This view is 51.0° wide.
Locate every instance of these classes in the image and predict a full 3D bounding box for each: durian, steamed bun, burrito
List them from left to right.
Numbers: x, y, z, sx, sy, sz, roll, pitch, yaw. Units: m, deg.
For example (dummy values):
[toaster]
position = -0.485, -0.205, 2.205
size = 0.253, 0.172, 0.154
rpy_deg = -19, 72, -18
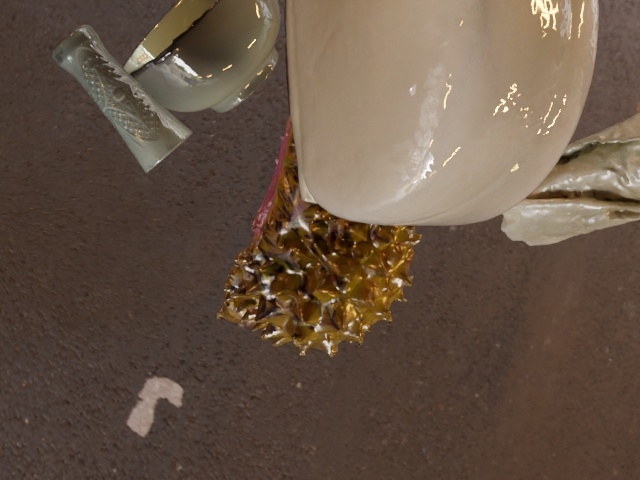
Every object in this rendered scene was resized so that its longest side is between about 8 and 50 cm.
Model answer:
[durian]
position = 0.001, -0.001, 0.656
size = 0.112, 0.191, 0.341
rpy_deg = -32, 150, -57
[steamed bun]
position = 0.075, -0.129, 0.428
size = 0.146, 0.164, 0.241
rpy_deg = -3, 92, -39
[burrito]
position = 0.331, -0.084, 0.579
size = 0.117, 0.392, 0.076
rpy_deg = 33, 48, -37

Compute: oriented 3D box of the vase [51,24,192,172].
[vase]
position = -0.301, -0.215, 1.011
size = 0.096, 0.096, 0.219
rpy_deg = -45, 105, -19

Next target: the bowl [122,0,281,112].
[bowl]
position = -0.205, -0.374, 1.311
size = 0.185, 0.354, 0.354
rpy_deg = 45, 72, -28
